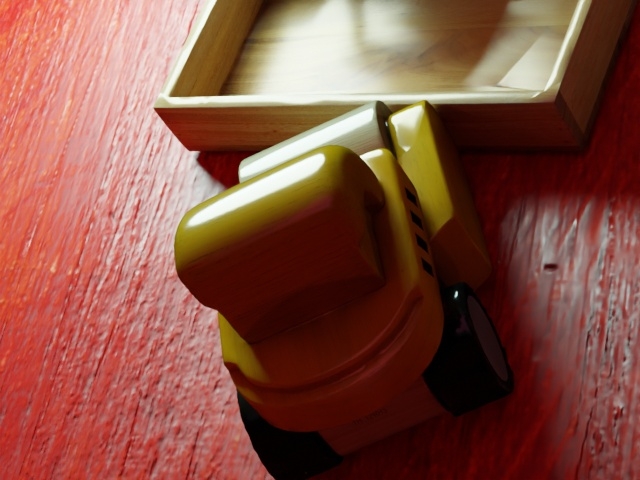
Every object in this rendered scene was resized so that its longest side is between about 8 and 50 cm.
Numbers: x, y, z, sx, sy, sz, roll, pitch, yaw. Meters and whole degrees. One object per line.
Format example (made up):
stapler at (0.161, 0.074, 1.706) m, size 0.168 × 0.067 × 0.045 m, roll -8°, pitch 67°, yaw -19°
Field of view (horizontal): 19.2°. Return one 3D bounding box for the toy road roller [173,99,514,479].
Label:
toy road roller at (0.000, 0.000, 1.445) m, size 0.202 × 0.240 × 0.330 m, roll -24°, pitch 45°, yaw 14°

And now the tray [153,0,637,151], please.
tray at (0.066, -0.176, 1.678) m, size 0.410 × 0.076 × 0.203 m, roll 1°, pitch 55°, yaw 35°
